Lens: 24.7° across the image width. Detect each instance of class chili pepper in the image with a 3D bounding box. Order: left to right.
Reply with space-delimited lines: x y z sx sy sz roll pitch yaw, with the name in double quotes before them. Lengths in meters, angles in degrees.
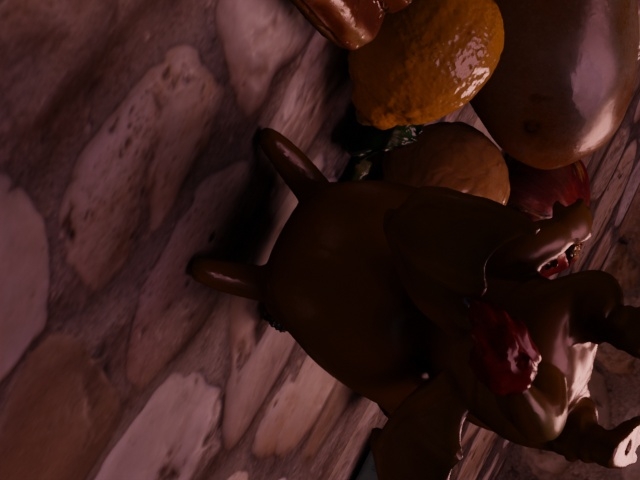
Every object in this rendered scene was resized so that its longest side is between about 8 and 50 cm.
"chili pepper" 0.086 -0.172 1.553 0.216 0.062 0.108 -67 -165 -7

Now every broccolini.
"broccolini" -0.002 0.000 1.569 0.067 0.058 0.216 -20 -136 65

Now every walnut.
"walnut" 0.139 -0.056 1.700 0.207 0.159 0.159 -38 148 -64

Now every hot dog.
"hot dog" 0.017 -0.238 1.224 0.115 0.072 0.269 -36 162 5

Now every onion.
"onion" 0.336 -0.030 2.296 0.248 0.161 0.248 -56 -179 2

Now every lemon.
"lemon" 0.098 -0.187 1.438 0.187 0.142 0.142 -50 162 2

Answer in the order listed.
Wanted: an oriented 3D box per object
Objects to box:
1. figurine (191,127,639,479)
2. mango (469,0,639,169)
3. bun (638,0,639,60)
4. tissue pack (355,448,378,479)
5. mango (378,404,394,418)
"figurine" 0.110 0.055 1.326 0.268 0.387 0.401 -42 142 -32
"mango" 0.255 -0.262 1.670 0.222 0.199 0.384 -21 122 -15
"bun" 0.351 -0.285 1.893 0.273 0.168 0.273 -46 -177 3
"tissue pack" 0.084 0.425 2.265 0.263 0.089 0.177 -62 161 -1
"mango" 0.178 0.132 2.063 0.295 0.120 0.177 -52 180 -24
